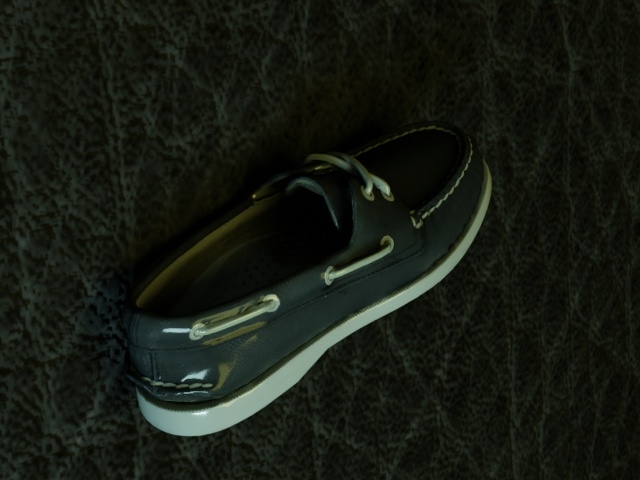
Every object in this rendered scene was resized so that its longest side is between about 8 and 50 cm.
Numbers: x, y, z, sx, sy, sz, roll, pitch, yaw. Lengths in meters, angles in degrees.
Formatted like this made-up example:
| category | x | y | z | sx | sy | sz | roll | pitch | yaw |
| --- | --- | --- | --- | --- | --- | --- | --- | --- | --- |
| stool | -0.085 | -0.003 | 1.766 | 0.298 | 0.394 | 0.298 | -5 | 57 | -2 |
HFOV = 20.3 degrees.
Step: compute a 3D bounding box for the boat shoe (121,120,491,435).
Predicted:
| category | x | y | z | sx | sy | sz | roll | pitch | yaw |
| --- | --- | --- | --- | --- | --- | --- | --- | --- | --- |
| boat shoe | 0.000 | 0.000 | 1.104 | 0.302 | 0.114 | 0.091 | -43 | 138 | -35 |
